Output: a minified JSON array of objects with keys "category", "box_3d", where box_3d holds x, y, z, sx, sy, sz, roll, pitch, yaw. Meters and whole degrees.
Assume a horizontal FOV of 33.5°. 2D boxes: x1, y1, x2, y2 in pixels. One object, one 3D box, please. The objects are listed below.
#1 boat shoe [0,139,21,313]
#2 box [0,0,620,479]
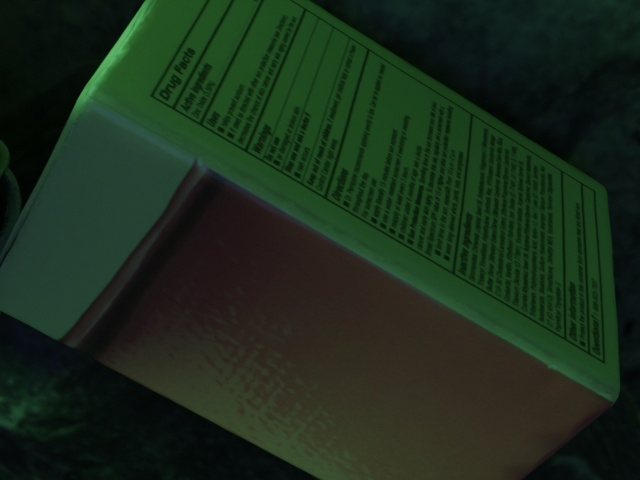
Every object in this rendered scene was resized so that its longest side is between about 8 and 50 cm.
[{"category":"boat shoe","box_3d":[-0.185,-0.009,0.462,0.113,0.105,0.306,27,145,10]},{"category":"box","box_3d":[0.000,0.000,0.471,0.232,0.148,0.127,30,128,-11]}]
